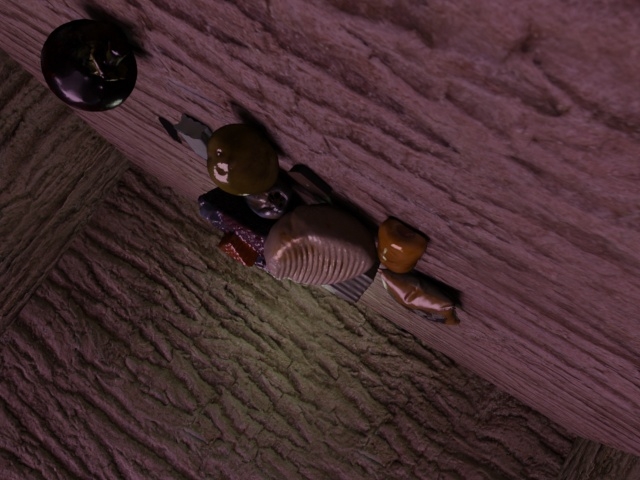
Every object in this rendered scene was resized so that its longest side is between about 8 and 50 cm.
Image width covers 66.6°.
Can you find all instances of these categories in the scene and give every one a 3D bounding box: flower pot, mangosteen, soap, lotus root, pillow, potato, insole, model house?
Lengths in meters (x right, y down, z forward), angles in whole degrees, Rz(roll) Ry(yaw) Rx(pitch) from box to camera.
[{"bbox_3d":[0.095,0.102,1.872,0.190,0.239,0.209,35,-161,-12],"label":"flower pot"},{"bbox_3d":[-0.572,-0.446,1.236,0.231,0.231,0.289,40,163,-35],"label":"mangosteen"},{"bbox_3d":[-0.417,-0.349,1.700,0.115,0.063,0.198,29,170,15],"label":"soap"},{"bbox_3d":[-0.201,-0.175,1.667,0.322,0.140,0.158,33,154,54],"label":"lotus root"},{"bbox_3d":[0.366,0.210,1.805,0.313,0.119,0.310,27,172,25],"label":"pillow"},{"bbox_3d":[-0.214,-0.219,1.330,0.149,0.197,0.228,34,-155,23],"label":"potato"},{"bbox_3d":[-0.616,-0.453,2.004,0.086,0.005,0.253,34,170,-1],"label":"insole"},{"bbox_3d":[-0.256,-0.039,1.794,0.360,0.297,0.339,31,-171,21],"label":"model house"}]

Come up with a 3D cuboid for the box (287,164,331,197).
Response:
[{"bbox_3d":[-0.030,-0.174,1.426,0.126,0.031,0.091,37,170,-25],"label":"box"}]

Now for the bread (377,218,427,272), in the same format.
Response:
[{"bbox_3d":[0.230,0.028,1.441,0.142,0.091,0.305,36,171,13],"label":"bread"}]

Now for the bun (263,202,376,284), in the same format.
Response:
[{"bbox_3d":[0.000,0.000,1.586,0.366,0.219,0.365,-1,149,-1],"label":"bun"}]
